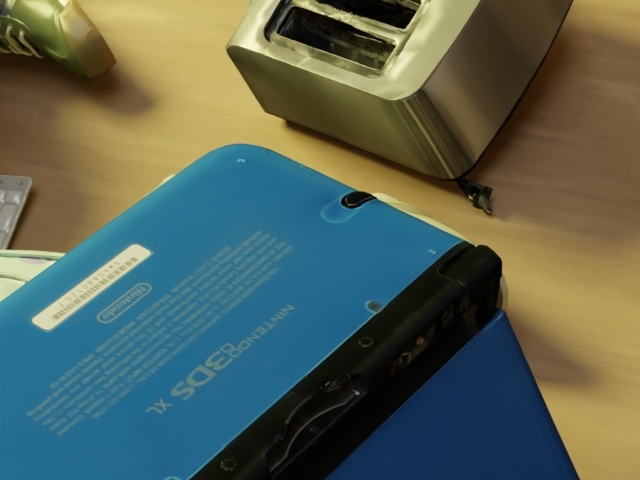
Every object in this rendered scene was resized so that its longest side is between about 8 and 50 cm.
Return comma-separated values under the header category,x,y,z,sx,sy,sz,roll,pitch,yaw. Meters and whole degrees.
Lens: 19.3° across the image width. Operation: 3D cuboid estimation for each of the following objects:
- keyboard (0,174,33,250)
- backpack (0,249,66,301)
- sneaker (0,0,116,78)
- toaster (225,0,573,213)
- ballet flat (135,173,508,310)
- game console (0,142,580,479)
category,x,y,z,sx,sy,sz,roll,pitch,yaw
keyboard,-0.314,-0.020,1.247,0.256,0.014,0.072,5,52,20
backpack,-0.181,0.117,0.989,0.225,0.191,0.253,3,47,19
sneaker,-0.219,-0.151,1.301,0.086,0.064,0.192,-37,49,-9
toaster,0.055,-0.137,1.155,0.185,0.110,0.168,24,76,32
ballet flat,0.000,0.000,1.104,0.248,0.086,0.086,8,53,22
game console,-0.035,0.123,0.894,0.250,0.173,0.293,26,45,28
